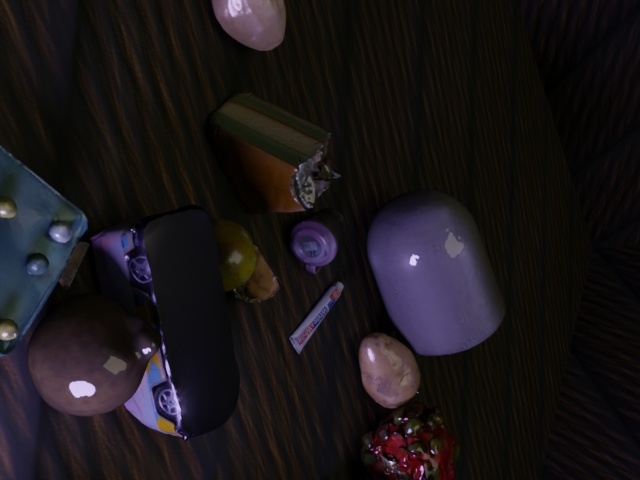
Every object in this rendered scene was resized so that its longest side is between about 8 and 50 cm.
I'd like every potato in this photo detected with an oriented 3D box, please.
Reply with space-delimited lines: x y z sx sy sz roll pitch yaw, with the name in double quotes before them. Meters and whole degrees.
"potato" -0.405 0.040 1.118 0.036 0.037 0.093 34 43 -26
"potato" 0.185 0.340 1.833 0.161 0.128 0.234 -23 111 -31

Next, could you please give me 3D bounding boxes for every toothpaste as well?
"toothpaste" -0.007 0.178 1.671 0.218 0.033 0.052 -51 124 -37

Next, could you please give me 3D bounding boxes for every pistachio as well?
"pistachio" -0.151 -0.484 1.434 0.145 0.117 0.200 -32 130 -8

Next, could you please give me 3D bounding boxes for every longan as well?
"longan" -0.341 0.171 1.064 0.159 0.204 0.185 10 68 -82

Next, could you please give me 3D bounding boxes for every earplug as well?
"earplug" 0.286 0.065 1.851 0.312 0.313 0.394 -50 124 -43

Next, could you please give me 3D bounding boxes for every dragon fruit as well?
"dragon fruit" 0.237 0.547 1.819 0.303 0.231 0.237 -36 99 -51

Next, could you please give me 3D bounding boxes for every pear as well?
"pear" -0.189 0.028 1.316 0.104 0.141 0.141 173 -84 -86

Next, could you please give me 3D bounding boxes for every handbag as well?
"handbag" -0.477 0.001 0.963 0.274 0.100 0.268 51 51 -41

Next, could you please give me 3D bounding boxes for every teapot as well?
"teapot" 0.008 -0.003 1.631 0.146 0.116 0.148 -52 125 -55

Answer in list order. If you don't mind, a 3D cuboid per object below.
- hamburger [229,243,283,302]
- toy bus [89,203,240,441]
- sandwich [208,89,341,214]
"hamburger" -0.158 0.075 1.426 0.102 0.087 0.176 -51 141 -21
"toy bus" -0.263 0.140 1.199 0.171 0.162 0.386 -21 105 -51
"sandwich" -0.088 -0.187 1.427 0.155 0.198 0.227 -53 130 -40
